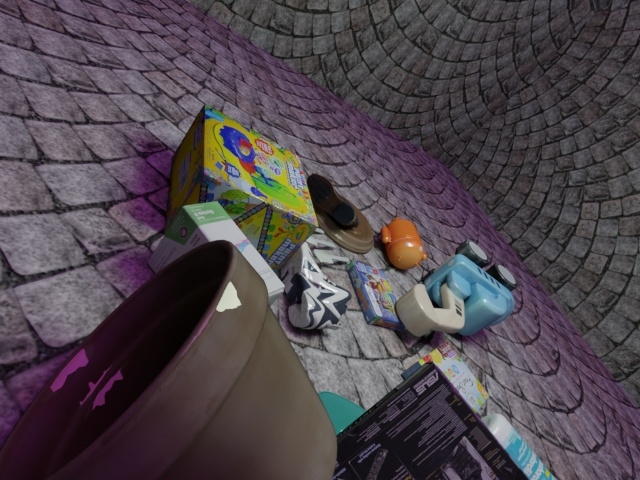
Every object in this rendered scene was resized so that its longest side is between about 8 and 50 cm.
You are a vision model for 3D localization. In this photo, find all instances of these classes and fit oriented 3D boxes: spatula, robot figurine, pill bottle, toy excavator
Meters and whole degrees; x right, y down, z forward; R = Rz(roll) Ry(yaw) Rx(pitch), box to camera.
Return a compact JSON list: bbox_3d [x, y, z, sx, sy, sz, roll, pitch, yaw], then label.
[{"bbox_3d":[0.000,0.000,1.147,0.168,0.019,0.242,48,14,19],"label":"spatula"},{"bbox_3d":[0.289,0.013,1.452,0.219,0.128,0.158,-93,161,-53],"label":"robot figurine"},{"bbox_3d":[0.420,0.523,0.890,0.264,0.146,0.146,51,29,16],"label":"pill bottle"},{"bbox_3d":[0.434,0.190,1.305,0.432,0.222,0.445,35,31,-12],"label":"toy excavator"}]

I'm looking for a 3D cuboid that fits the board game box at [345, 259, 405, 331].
[{"bbox_3d":[0.158,0.155,1.185,0.136,0.035,0.201,21,34,-35],"label":"board game box"}]

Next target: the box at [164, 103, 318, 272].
[{"bbox_3d":[-0.187,-0.119,0.977,0.279,0.177,0.290,24,33,-33],"label":"box"}]

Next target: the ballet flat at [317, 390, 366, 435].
[{"bbox_3d":[0.109,0.391,0.691,0.348,0.123,0.123,26,22,22],"label":"ballet flat"}]

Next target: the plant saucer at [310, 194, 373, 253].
[{"bbox_3d":[0.075,-0.072,1.392,0.277,0.041,0.278,30,31,-20],"label":"plant saucer"}]

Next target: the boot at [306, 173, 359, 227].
[{"bbox_3d":[0.040,-0.118,1.317,0.219,0.082,0.106,51,7,24],"label":"boot"}]

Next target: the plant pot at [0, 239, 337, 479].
[{"bbox_3d":[-0.136,0.210,0.496,0.280,0.323,0.323,51,24,-22],"label":"plant pot"}]

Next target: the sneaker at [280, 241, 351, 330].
[{"bbox_3d":[-0.003,0.111,0.981,0.153,0.094,0.235,25,31,-34],"label":"sneaker"}]

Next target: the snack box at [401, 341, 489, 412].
[{"bbox_3d":[0.323,0.369,1.061,0.207,0.070,0.175,-3,52,-52],"label":"snack box"}]

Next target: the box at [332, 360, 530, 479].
[{"bbox_3d":[0.117,0.360,0.577,0.242,0.307,0.076,51,-7,16],"label":"box"}]

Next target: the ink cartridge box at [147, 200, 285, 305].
[{"bbox_3d":[-0.188,0.060,0.745,0.212,0.154,0.093,49,28,11],"label":"ink cartridge box"}]
